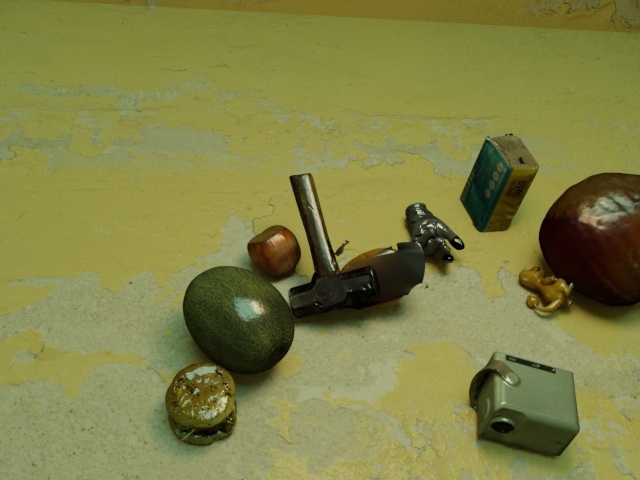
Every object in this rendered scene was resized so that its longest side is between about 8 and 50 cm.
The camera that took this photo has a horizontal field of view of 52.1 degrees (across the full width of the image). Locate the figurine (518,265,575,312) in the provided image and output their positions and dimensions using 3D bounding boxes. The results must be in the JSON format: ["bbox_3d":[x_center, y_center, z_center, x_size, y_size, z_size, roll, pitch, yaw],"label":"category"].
[{"bbox_3d":[0.654,0.149,1.947,0.122,0.121,0.176,-40,43,-9],"label":"figurine"}]

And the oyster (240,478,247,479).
[{"bbox_3d":[-0.123,0.587,1.341,0.200,0.061,0.106,33,48,23],"label":"oyster"}]

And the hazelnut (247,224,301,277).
[{"bbox_3d":[-0.132,0.033,1.897,0.151,0.150,0.150,5,43,-5],"label":"hazelnut"}]

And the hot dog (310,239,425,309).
[{"bbox_3d":[0.134,0.099,1.847,0.326,0.107,0.193,-3,82,11],"label":"hot dog"}]

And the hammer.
[{"bbox_3d":[0.000,0.000,1.803,0.243,0.095,0.408,-18,73,9],"label":"hammer"}]

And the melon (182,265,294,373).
[{"bbox_3d":[-0.205,0.190,1.622,0.238,0.237,0.302,-29,54,-35],"label":"melon"}]

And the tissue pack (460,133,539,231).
[{"bbox_3d":[0.586,-0.187,2.152,0.134,0.270,0.192,-2,45,-18],"label":"tissue pack"}]

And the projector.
[{"bbox_3d":[0.486,0.393,1.590,0.243,0.163,0.177,16,42,1],"label":"projector"}]

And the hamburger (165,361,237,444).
[{"bbox_3d":[-0.272,0.376,1.503,0.177,0.113,0.185,20,43,10],"label":"hamburger"}]

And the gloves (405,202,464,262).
[{"bbox_3d":[0.352,-0.019,2.044,0.143,0.119,0.285,-12,32,-7],"label":"gloves"}]

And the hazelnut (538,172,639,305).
[{"bbox_3d":[0.871,-0.001,1.962,0.421,0.353,0.420,12,70,-34],"label":"hazelnut"}]
